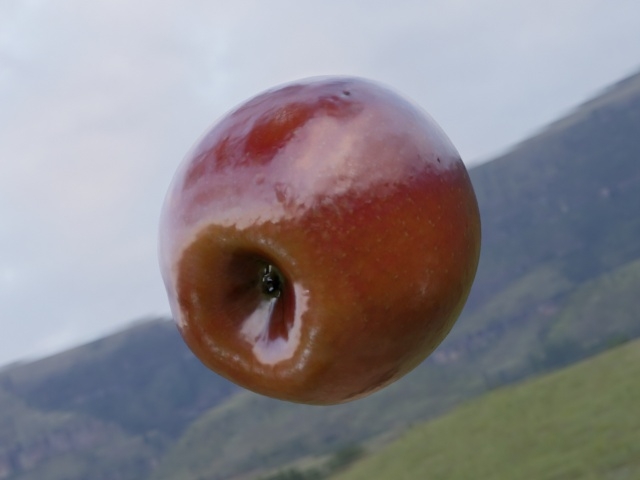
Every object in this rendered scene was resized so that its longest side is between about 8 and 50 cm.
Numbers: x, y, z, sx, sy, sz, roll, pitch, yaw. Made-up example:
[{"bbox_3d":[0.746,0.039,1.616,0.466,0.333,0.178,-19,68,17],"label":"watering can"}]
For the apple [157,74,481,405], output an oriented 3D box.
[{"bbox_3d":[0.000,0.000,1.227,0.218,0.218,0.201,-32,2,38],"label":"apple"}]
